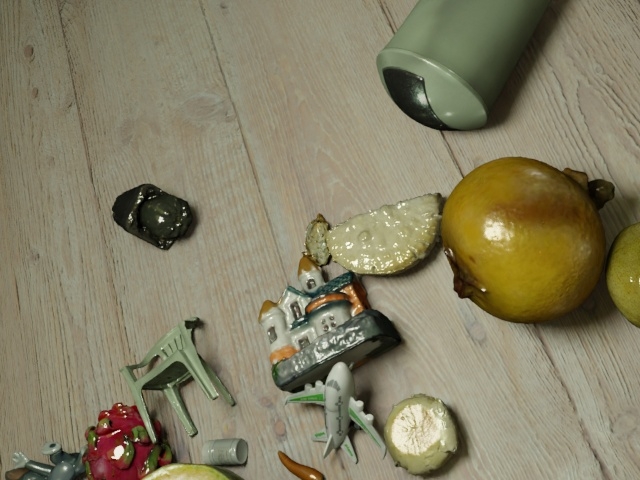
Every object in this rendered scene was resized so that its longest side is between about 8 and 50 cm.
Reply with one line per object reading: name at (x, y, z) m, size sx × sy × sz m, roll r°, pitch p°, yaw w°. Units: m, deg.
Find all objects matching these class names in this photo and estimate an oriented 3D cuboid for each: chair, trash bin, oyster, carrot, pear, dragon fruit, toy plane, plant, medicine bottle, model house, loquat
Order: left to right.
dragon fruit at (-0.456, 0.525, 1.691) m, size 0.218 × 0.198 × 0.273 m, roll 2°, pitch 96°, yaw -3°
plant at (-0.447, -0.065, 1.903) m, size 0.256 × 0.164 × 0.142 m, roll 9°, pitch 72°, yaw 44°
chair at (-0.342, 0.315, 1.716) m, size 0.203 × 0.190 × 0.275 m, roll -36°, pitch 68°, yaw 10°
medicine bottle at (-0.219, 0.485, 1.650) m, size 0.091 × 0.058 × 0.058 m, roll -10°, pitch 68°, yaw 23°
carrot at (-0.044, 0.501, 1.575) m, size 0.142 × 0.035 × 0.035 m, roll 20°, pitch 82°, yaw 35°
model house at (-0.010, 0.155, 1.589) m, size 0.271 × 0.190 × 0.301 m, roll -31°, pitch 61°, yaw 15°
oyster at (0.000, 0.001, 1.731) m, size 0.086 × 0.029 × 0.132 m, roll 18°, pitch 78°, yaw 24°
toy plane at (0.039, 0.347, 1.507) m, size 0.251 × 0.101 × 0.255 m, roll 21°, pitch 124°, yaw 25°
trash bin at (0.321, -0.453, 1.594) m, size 0.280 × 0.280 × 0.432 m, roll 29°, pitch 83°, yaw 31°
loquat at (0.401, -0.014, 1.374) m, size 0.359 × 0.328 × 0.328 m, roll -32°, pitch 60°, yaw -2°
pear at (0.623, 0.053, 1.302) m, size 0.188 × 0.228 × 0.211 m, roll 117°, pitch 155°, yaw -47°

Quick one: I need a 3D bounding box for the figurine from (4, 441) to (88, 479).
figurine at (-0.681, 0.588, 1.801) m, size 0.265 × 0.140 × 0.193 m, roll -42°, pitch 82°, yaw -7°

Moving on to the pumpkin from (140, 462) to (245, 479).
pumpkin at (-0.262, 0.613, 1.485) m, size 0.332 × 0.199 × 0.332 m, roll 1°, pitch 60°, yaw -2°

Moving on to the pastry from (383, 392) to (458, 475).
pastry at (0.204, 0.391, 1.459) m, size 0.165 × 0.088 × 0.166 m, roll -8°, pitch 70°, yaw 23°

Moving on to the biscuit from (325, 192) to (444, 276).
biscuit at (0.156, -0.005, 1.596) m, size 0.281 × 0.084 × 0.179 m, roll -23°, pitch 53°, yaw 8°
